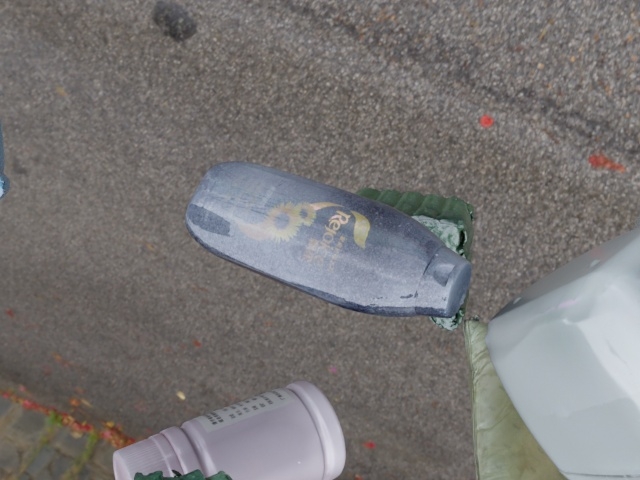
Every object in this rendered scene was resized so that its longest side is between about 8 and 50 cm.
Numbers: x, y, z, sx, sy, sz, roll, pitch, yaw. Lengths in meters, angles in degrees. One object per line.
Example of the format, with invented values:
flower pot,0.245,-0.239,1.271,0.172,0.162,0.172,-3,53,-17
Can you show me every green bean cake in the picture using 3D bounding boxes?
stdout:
green bean cake,0.126,0.022,0.986,0.208,0.107,0.193,9,123,19

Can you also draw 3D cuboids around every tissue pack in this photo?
tissue pack,0.314,0.062,0.474,0.236,0.333,0.229,51,160,9

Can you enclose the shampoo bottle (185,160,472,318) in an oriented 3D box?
shampoo bottle,0.000,0.000,0.505,0.233,0.087,0.049,21,166,29

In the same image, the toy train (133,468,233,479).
toy train,-0.184,0.278,0.511,0.115,0.269,0.154,42,138,46

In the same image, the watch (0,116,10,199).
watch,-0.362,-0.075,0.480,0.211,0.193,0.211,0,101,3

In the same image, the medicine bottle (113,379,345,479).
medicine bottle,-0.105,0.266,0.774,0.133,0.249,0.133,31,128,50

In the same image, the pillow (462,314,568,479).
pillow,0.261,0.245,0.807,0.185,0.302,0.075,20,143,-22
